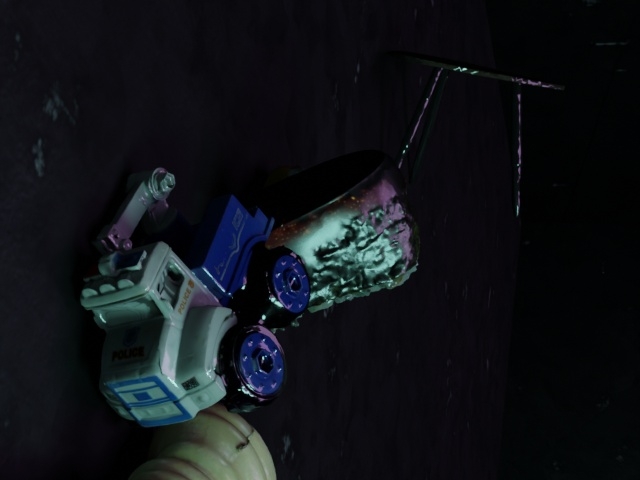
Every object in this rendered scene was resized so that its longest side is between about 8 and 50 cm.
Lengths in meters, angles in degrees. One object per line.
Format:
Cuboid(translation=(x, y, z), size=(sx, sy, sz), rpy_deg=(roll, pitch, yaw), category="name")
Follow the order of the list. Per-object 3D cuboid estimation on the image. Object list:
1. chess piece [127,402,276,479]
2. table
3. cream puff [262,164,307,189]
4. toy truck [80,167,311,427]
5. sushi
Cuboid(translation=(-0.117, 0.244, 0.898), size=(0.307, 0.124, 0.139), rpy_deg=(-51, 153, -79), category="chess piece")
Cuboid(translation=(0.234, -0.196, 1.964), size=(0.317, 0.317, 0.249), rpy_deg=(-27, 130, -71), category="table")
Cuboid(translation=(-0.021, -0.016, 1.304), size=(0.116, 0.146, 0.146), rpy_deg=(-48, 159, 2), category="cream puff")
Cuboid(translation=(-0.123, 0.050, 0.948), size=(0.177, 0.161, 0.213), rpy_deg=(53, 38, -33), category="toy truck")
Cuboid(translation=(0.000, 0.000, 1.174), size=(0.136, 0.225, 0.126), rpy_deg=(-122, -173, -63), category="sushi")
